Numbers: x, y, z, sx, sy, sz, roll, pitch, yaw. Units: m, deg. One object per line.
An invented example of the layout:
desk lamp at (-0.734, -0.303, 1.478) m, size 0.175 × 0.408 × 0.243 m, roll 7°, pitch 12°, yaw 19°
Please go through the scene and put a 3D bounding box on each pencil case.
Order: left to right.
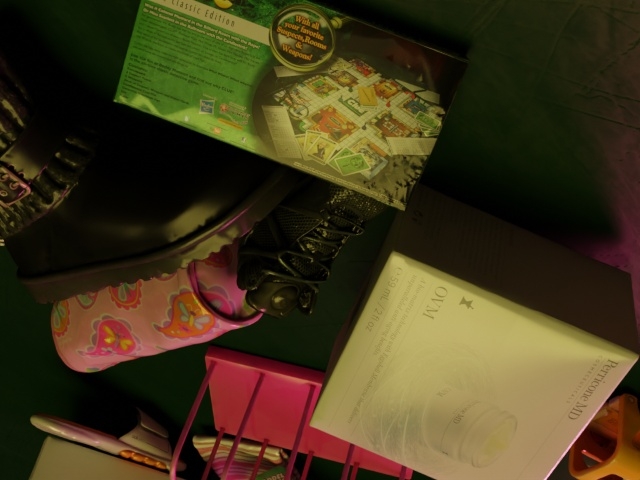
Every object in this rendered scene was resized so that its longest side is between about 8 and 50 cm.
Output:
pencil case at (-0.189, 0.069, 0.995) m, size 0.284 × 0.124 × 0.124 m, roll -22°, pitch 126°, yaw 40°

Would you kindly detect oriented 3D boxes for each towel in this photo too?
towel at (-0.102, 0.360, 1.356) m, size 0.144 × 0.029 × 0.197 m, roll 2°, pitch 142°, yaw 20°

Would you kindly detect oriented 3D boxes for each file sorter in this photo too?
file sorter at (-0.029, 0.295, 1.136) m, size 0.291 × 0.182 × 0.202 m, roll 12°, pitch 141°, yaw 9°

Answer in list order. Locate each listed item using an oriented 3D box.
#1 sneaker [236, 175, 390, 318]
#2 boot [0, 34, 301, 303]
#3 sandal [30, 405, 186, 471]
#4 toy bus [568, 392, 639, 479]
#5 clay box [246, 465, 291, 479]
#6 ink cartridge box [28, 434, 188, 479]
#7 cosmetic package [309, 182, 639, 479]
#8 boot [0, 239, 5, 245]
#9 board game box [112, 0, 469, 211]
sneaker at (0.000, 0.000, 0.812) m, size 0.087 × 0.130 × 0.228 m, roll 29°, pitch 142°, yaw -35°
boot at (-0.218, -0.089, 0.806) m, size 0.348 × 0.131 × 0.260 m, roll -18°, pitch 117°, yaw 22°
sandal at (-0.297, 0.279, 1.301) m, size 0.102 × 0.076 × 0.265 m, roll -2°, pitch 154°, yaw 46°
toy bus at (0.381, 0.261, 0.988) m, size 0.202 × 0.104 × 0.191 m, roll -2°, pitch 137°, yaw 25°
clay box at (-0.072, 0.451, 1.272) m, size 0.222 × 0.128 × 0.053 m, roll 69°, pitch 157°, yaw 3°
ink cartridge box at (-0.297, 0.435, 1.397) m, size 0.310 × 0.130 × 0.272 m, roll 18°, pitch 158°, yaw -3°
cosmetic package at (0.138, 0.104, 0.823) m, size 0.225 × 0.138 × 0.224 m, roll 22°, pitch 124°, yaw 0°
boot at (-0.356, -0.011, 0.999) m, size 0.190 × 0.069 × 0.086 m, roll -2°, pitch 134°, yaw 21°
board game box at (-0.027, -0.131, 0.709) m, size 0.260 × 0.030 × 0.136 m, roll 21°, pitch 113°, yaw -2°
